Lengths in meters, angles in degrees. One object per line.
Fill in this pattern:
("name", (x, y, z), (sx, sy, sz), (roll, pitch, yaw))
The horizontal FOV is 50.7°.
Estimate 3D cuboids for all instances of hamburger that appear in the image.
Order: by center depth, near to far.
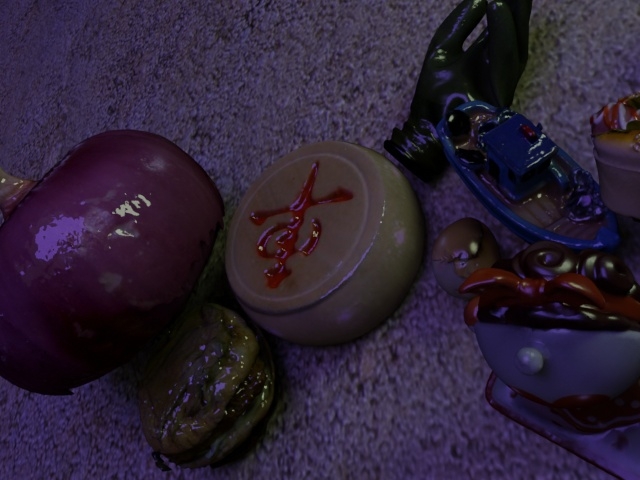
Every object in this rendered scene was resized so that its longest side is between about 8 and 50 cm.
("hamburger", (0.324, -0.062, 0.534), (0.210, 0.173, 0.116), (15, 100, 43))
("hamburger", (-0.132, 0.172, 0.803), (0.183, 0.130, 0.206), (-49, 27, 3))

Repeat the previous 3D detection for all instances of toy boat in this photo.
("toy boat", (0.204, -0.066, 0.656), (0.100, 0.097, 0.223), (-32, 56, -10))

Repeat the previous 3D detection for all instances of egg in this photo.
("egg", (0.149, 0.016, 0.693), (0.071, 0.071, 0.083), (-10, 45, 34))

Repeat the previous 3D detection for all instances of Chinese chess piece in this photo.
("Chinese chess piece", (0.000, 0.000, 0.799), (0.251, 0.097, 0.251), (-19, 55, 28))

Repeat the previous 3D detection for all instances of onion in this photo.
("onion", (-0.305, 0.012, 0.870), (0.345, 0.358, 0.358), (30, 84, 9))

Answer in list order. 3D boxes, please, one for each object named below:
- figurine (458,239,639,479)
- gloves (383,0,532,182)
("figurine", (0.188, 0.070, 0.522), (0.183, 0.226, 0.160), (22, 81, 43))
("gloves", (0.171, -0.192, 0.773), (0.135, 0.107, 0.268), (45, 113, 39))
